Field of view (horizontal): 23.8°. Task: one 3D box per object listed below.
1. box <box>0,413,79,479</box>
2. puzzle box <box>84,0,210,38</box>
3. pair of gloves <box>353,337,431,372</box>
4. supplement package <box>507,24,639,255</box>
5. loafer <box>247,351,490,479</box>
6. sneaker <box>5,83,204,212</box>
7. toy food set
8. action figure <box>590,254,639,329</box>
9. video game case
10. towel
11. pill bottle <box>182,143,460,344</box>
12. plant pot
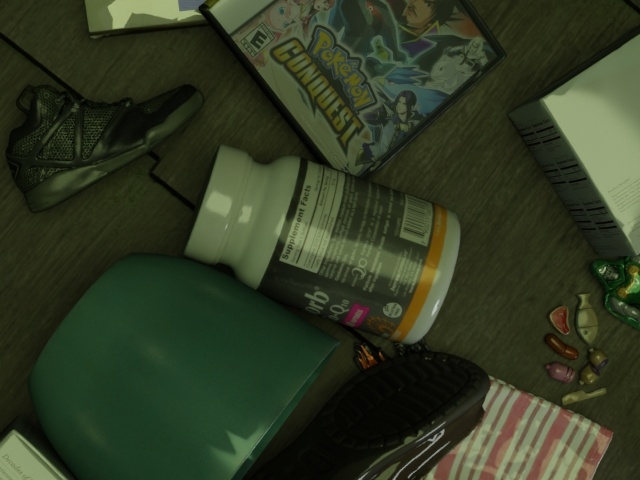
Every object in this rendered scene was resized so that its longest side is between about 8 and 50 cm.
[{"bbox_3d":[-0.297,0.292,1.603,0.119,0.181,0.182,-45,95,-7],"label":"box"},{"bbox_3d":[-0.153,-0.441,1.700,0.272,0.052,0.409,-7,90,-9],"label":"puzzle box"},{"bbox_3d":[0.083,0.131,1.745,0.083,0.010,0.074,-38,99,-8],"label":"pair of gloves"},{"bbox_3d":[0.358,-0.118,1.717,0.194,0.149,0.203,-33,94,-7],"label":"supplement package"},{"bbox_3d":[0.040,0.258,1.674,0.366,0.134,0.130,-34,130,-19],"label":"loafer"},{"bbox_3d":[-0.245,-0.136,1.664,0.227,0.087,0.130,-28,99,-2],"label":"sneaker"},{"bbox_3d":[0.296,0.127,1.771,0.078,0.019,0.122,-15,91,-8],"label":"toy food set"},{"bbox_3d":[0.420,0.077,1.772,0.232,0.063,0.137,24,89,-4],"label":"action figure"},{"bbox_3d":[0.041,-0.233,1.695,0.248,0.035,0.275,-42,112,-7],"label":"video game case"},{"bbox_3d":[0.226,0.246,1.755,0.197,0.029,0.144,24,85,-7],"label":"towel"},{"bbox_3d":[0.000,0.000,1.661,0.278,0.162,0.162,18,87,-7],"label":"pill bottle"},{"bbox_3d":[-0.159,0.152,1.582,0.235,0.293,0.293,37,84,4],"label":"plant pot"}]
